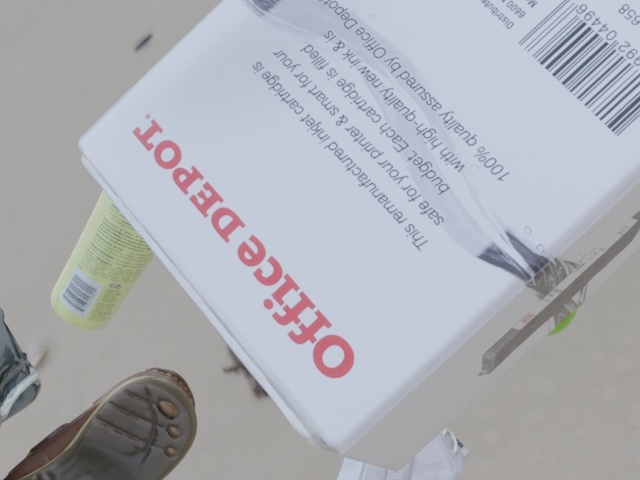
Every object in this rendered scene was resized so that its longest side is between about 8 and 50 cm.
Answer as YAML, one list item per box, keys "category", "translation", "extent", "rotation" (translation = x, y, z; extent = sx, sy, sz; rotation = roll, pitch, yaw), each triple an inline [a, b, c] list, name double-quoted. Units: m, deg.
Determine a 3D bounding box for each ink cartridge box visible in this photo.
- category: "ink cartridge box"
  translation: [0.057, -0.056, 0.588]
  extent: [0.273, 0.114, 0.197]
  rotation: [-43, 67, 2]

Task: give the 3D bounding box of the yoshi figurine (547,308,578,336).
- category: "yoshi figurine"
  translation: [0.278, -0.004, 1.672]
  extent: [0.203, 0.362, 0.203]
  rotation: [27, 41, 21]

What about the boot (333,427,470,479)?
- category: "boot"
  translation: [0.098, 0.196, 1.335]
  extent: [0.123, 0.095, 0.258]
  rotation: [20, 67, 1]

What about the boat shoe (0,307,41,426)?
- category: "boat shoe"
  translation: [-0.201, 0.144, 0.640]
  extent: [0.116, 0.099, 0.319]
  rotation: [-31, 31, 18]

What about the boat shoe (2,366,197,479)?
- category: "boat shoe"
  translation: [-0.137, 0.137, 0.707]
  extent: [0.178, 0.064, 0.060]
  rotation: [-42, 9, 5]

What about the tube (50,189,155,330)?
- category: "tube"
  translation: [-0.163, -0.019, 1.120]
  extent: [0.062, 0.070, 0.240]
  rotation: [50, 127, 20]
